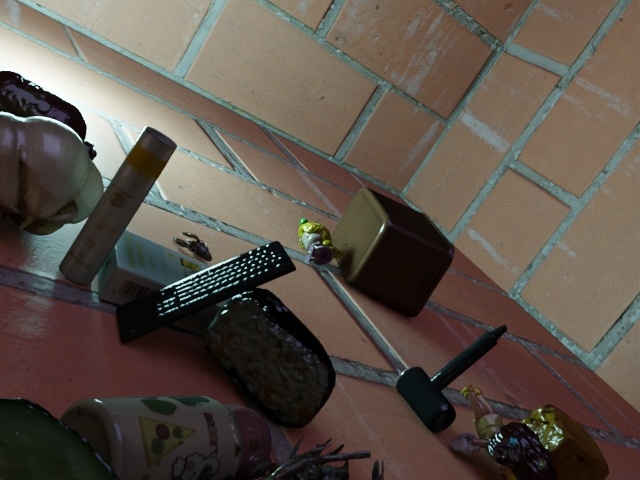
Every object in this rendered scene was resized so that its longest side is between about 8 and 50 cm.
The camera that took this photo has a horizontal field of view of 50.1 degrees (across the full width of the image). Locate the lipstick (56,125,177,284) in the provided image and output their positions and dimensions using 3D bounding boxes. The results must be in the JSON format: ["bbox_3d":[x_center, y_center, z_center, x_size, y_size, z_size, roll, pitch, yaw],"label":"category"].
[{"bbox_3d":[-0.313,-0.051,1.053,0.059,0.264,0.059,34,11,-7],"label":"lipstick"}]

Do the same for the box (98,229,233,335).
[{"bbox_3d":[-0.250,0.077,1.161,0.243,0.067,0.155,25,18,-30],"label":"box"}]

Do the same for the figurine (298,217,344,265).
[{"bbox_3d":[0.000,0.000,1.906,0.115,0.094,0.156,11,28,-30],"label":"figurine"}]

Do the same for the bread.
[{"bbox_3d":[0.488,0.442,1.418,0.158,0.149,0.143,31,18,-12],"label":"bread"}]

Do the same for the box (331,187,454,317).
[{"bbox_3d":[0.193,0.020,1.984,0.229,0.239,0.339,26,16,-20],"label":"box"}]

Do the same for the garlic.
[{"bbox_3d":[-0.471,-0.106,1.064,0.281,0.185,0.203,23,37,-41],"label":"garlic"}]

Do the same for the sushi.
[{"bbox_3d":[-0.072,0.182,1.069,0.225,0.136,0.126,45,14,-2],"label":"sushi"}]

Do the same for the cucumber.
[{"bbox_3d":[-0.254,0.233,0.547,0.191,0.130,0.191,37,16,-13],"label":"cucumber"}]

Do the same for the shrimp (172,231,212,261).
[{"bbox_3d":[-0.262,0.009,1.427,0.092,0.038,0.029,31,-28,-7],"label":"shrimp"}]

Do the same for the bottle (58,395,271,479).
[{"bbox_3d":[-0.156,0.231,0.755,0.253,0.120,0.120,14,24,-50],"label":"bottle"}]

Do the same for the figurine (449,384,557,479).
[{"bbox_3d":[0.353,0.395,1.335,0.175,0.115,0.240,19,20,-46],"label":"figurine"}]

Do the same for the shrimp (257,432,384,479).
[{"bbox_3d":[0.014,0.311,0.787,0.172,0.137,0.372,10,8,28],"label":"shrimp"}]

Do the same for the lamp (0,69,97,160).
[{"bbox_3d":[-0.542,-0.202,1.260,0.258,0.180,0.180,31,14,-16],"label":"lamp"}]

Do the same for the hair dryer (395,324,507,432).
[{"bbox_3d":[0.282,0.261,1.367,0.070,0.255,0.128,48,4,-43],"label":"hair dryer"}]

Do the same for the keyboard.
[{"bbox_3d":[-0.125,0.057,1.050,0.381,0.041,0.103,-18,33,-13],"label":"keyboard"}]
